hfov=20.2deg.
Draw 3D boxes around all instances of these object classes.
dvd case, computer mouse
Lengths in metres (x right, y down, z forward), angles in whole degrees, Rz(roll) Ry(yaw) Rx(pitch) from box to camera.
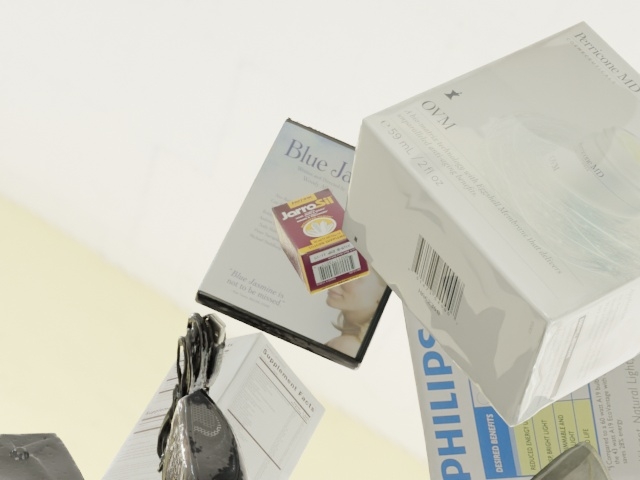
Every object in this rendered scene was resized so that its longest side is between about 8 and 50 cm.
[{"bbox_3d":[0.000,0.000,1.861,0.180,0.253,0.022,23,-36,3],"label":"dvd case"},{"bbox_3d":[-0.105,0.213,1.696,0.072,0.272,0.188,9,-55,-12],"label":"computer mouse"}]

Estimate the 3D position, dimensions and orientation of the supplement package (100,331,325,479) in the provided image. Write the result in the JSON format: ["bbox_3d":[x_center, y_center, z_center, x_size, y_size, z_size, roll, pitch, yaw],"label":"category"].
[{"bbox_3d":[-0.123,0.240,2.001,0.134,0.244,0.139,-14,-57,41],"label":"supplement package"}]

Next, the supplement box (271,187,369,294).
[{"bbox_3d":[0.000,0.000,1.472,0.083,0.055,0.043,-125,-163,-56],"label":"supplement box"}]

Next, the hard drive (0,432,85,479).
[{"bbox_3d":[-0.241,0.220,1.282,0.254,0.172,0.054,-128,-137,-59],"label":"hard drive"}]

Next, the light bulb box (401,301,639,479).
[{"bbox_3d":[0.277,0.036,1.738,0.361,0.225,0.358,-6,-80,20],"label":"light bulb box"}]

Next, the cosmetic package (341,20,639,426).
[{"bbox_3d":[0.175,-0.019,1.368,0.224,0.225,0.138,49,-31,28],"label":"cosmetic package"}]

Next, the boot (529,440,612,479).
[{"bbox_3d":[0.133,0.215,1.338,0.076,0.208,0.189,43,-27,40],"label":"boot"}]
